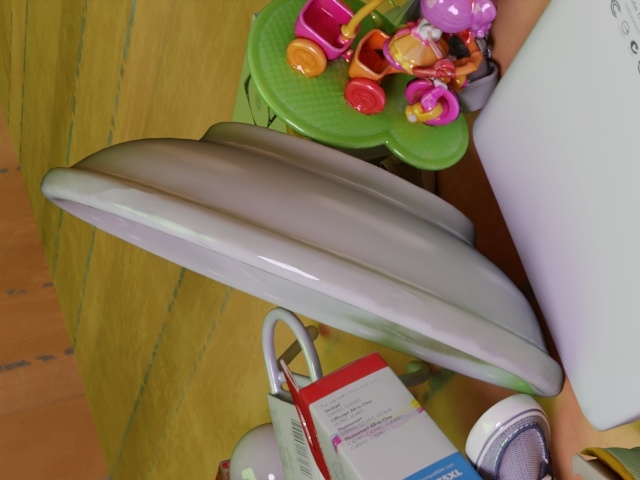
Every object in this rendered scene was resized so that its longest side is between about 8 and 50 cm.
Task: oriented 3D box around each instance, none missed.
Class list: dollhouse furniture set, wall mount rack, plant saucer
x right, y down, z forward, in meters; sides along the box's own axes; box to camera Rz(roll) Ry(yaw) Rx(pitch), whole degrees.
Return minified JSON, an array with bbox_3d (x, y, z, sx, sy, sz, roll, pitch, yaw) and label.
[{"bbox_3d":[0.223,0.144,0.742,0.151,0.076,0.059,40,126,56],"label":"dollhouse furniture set"},{"bbox_3d":[0.020,0.220,1.253,0.304,0.130,0.350,6,108,65],"label":"wall mount rack"},{"bbox_3d":[0.000,0.000,0.910,0.101,0.400,0.400,-68,21,-5],"label":"plant saucer"}]

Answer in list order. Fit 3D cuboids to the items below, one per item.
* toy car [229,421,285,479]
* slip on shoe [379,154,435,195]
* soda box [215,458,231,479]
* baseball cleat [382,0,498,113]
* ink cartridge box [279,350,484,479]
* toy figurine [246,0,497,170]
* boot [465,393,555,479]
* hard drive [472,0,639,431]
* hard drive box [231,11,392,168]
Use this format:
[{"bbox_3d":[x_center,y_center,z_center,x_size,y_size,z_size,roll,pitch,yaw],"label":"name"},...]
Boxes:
[{"bbox_3d":[-0.060,0.310,1.486,0.210,0.219,0.238,89,-165,-59],"label":"toy car"},{"bbox_3d":[0.078,-0.011,1.061,0.051,0.041,0.135,-145,46,-61],"label":"slip on shoe"},{"bbox_3d":[-0.057,0.410,1.621,0.092,0.083,0.263,106,146,-52],"label":"soda box"},{"bbox_3d":[0.107,-0.156,0.882,0.109,0.072,0.206,57,159,6],"label":"baseball cleat"},{"bbox_3d":[0.056,0.186,0.991,0.231,0.078,0.134,50,161,51],"label":"ink cartridge box"},{"bbox_3d":[0.055,-0.140,0.800,0.173,0.130,0.159,35,146,-3],"label":"toy figurine"},{"bbox_3d":[0.160,0.193,0.927,0.086,0.069,0.190,53,167,36],"label":"boot"},{"bbox_3d":[0.185,-0.038,0.687,0.353,0.047,0.233,114,138,-70],"label":"hard drive"},{"bbox_3d":[-0.011,-0.080,1.186,0.232,0.089,0.181,108,144,-55],"label":"hard drive box"}]
